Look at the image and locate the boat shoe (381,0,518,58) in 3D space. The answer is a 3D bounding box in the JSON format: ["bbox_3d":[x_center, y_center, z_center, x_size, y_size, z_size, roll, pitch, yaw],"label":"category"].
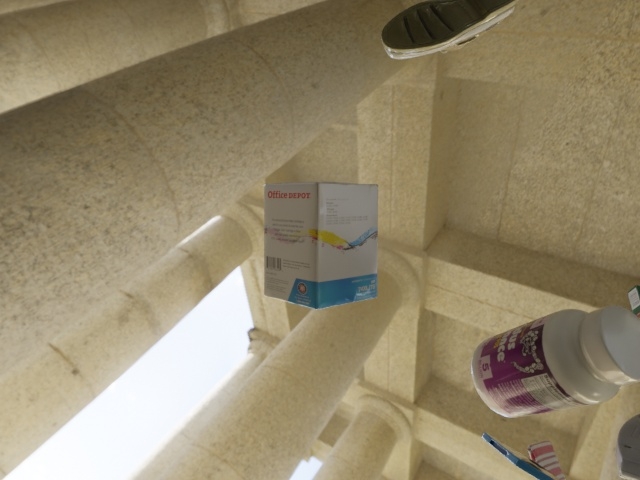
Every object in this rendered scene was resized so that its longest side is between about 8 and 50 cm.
[{"bbox_3d":[0.273,-0.450,1.036,0.103,0.302,0.113,70,-1,-75],"label":"boat shoe"}]

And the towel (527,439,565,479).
[{"bbox_3d":[0.559,0.591,1.179,0.029,0.144,0.197,-29,-121,31],"label":"towel"}]

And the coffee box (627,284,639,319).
[{"bbox_3d":[0.826,0.204,1.186,0.113,0.184,0.040,13,-38,-4],"label":"coffee box"}]

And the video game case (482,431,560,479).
[{"bbox_3d":[0.368,0.398,0.866,0.119,0.015,0.166,31,-6,3],"label":"video game case"}]

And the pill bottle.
[{"bbox_3d":[0.438,0.225,0.906,0.169,0.169,0.301,45,-36,1],"label":"pill bottle"}]

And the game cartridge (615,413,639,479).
[{"bbox_3d":[0.733,0.441,1.009,0.198,0.297,0.062,1,-86,43],"label":"game cartridge"}]

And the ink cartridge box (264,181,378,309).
[{"bbox_3d":[0.000,0.000,1.139,0.198,0.197,0.270,7,-82,48],"label":"ink cartridge box"}]
